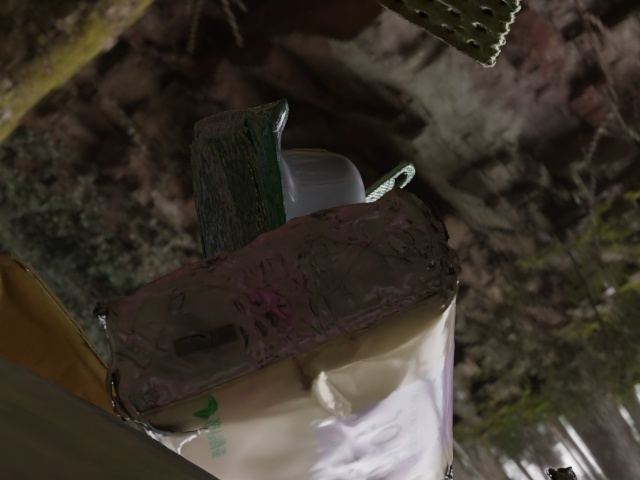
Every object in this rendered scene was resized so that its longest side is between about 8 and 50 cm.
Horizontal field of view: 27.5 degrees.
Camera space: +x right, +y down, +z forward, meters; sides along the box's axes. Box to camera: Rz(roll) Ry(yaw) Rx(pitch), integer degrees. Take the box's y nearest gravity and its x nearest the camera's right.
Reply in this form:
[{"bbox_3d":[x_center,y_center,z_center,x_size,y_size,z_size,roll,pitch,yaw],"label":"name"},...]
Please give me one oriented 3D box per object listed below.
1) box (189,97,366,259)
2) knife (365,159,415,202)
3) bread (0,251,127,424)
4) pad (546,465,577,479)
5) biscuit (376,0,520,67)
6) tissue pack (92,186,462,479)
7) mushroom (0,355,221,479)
[{"bbox_3d":[-0.020,0.048,1.139,0.106,0.337,0.264,-10,-175,-18],"label":"box"},{"bbox_3d":[0.001,0.002,1.420,0.293,0.043,0.020,-40,-124,31],"label":"knife"},{"bbox_3d":[-0.303,0.137,1.327,0.136,0.241,0.107,-41,-174,-34],"label":"bread"},{"bbox_3d":[0.241,0.285,0.993,0.022,0.174,0.233,-34,-164,11],"label":"pad"},{"bbox_3d":[0.125,-0.260,1.130,0.139,0.231,0.016,32,-126,9],"label":"biscuit"},{"bbox_3d":[-0.020,0.098,0.823,0.215,0.257,0.123,-20,-122,-10],"label":"tissue pack"},{"bbox_3d":[-0.180,0.034,0.407,0.397,0.126,0.177,39,-72,14],"label":"mushroom"}]
